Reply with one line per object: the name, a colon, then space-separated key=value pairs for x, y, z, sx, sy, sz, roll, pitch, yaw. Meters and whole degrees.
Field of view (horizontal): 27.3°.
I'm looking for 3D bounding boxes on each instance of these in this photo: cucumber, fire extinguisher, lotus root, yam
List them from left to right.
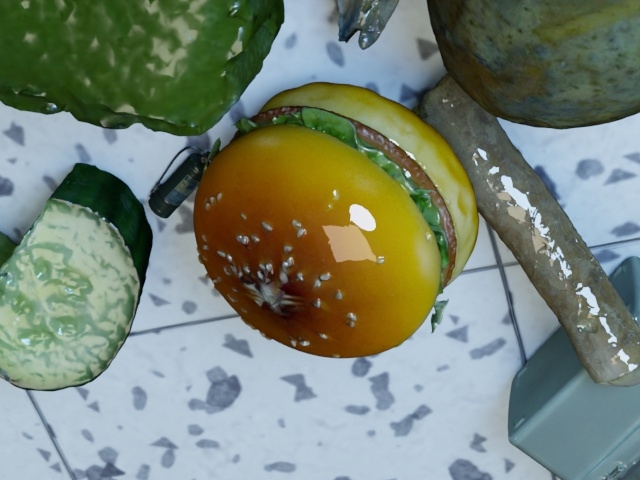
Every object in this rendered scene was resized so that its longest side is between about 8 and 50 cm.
cucumber: x=-0.240 y=0.034 z=1.195 sx=0.191 sy=0.130 sz=0.191 roll=0 pitch=122 yaw=0
fire extinguisher: x=-0.123 y=-0.057 z=1.182 sx=0.038 sy=0.025 sz=0.083 roll=48 pitch=117 yaw=2
yam: x=0.180 y=-0.006 z=1.100 sx=0.066 sy=0.066 sz=0.299 roll=-37 pitch=86 yaw=25
lotus root: x=0.201 y=-0.210 z=0.890 sx=0.250 sy=0.250 sz=0.346 roll=21 pitch=152 yaw=-9

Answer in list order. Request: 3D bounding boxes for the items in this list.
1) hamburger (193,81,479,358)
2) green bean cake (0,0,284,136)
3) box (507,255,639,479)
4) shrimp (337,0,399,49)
hamburger: x=0.001 y=0.000 z=1.086 sx=0.246 sy=0.170 sz=0.246 roll=19 pitch=135 yaw=20
green bean cake: x=-0.172 y=-0.269 z=0.945 sx=0.319 sy=0.218 sz=0.335 roll=15 pitch=118 yaw=4
box: x=0.276 y=0.132 z=1.206 sx=0.129 sy=0.148 sz=0.210 roll=34 pitch=118 yaw=-9
shrimp: x=0.037 y=-0.270 z=0.910 sx=0.085 sy=0.247 sz=0.360 roll=30 pitch=139 yaw=16
